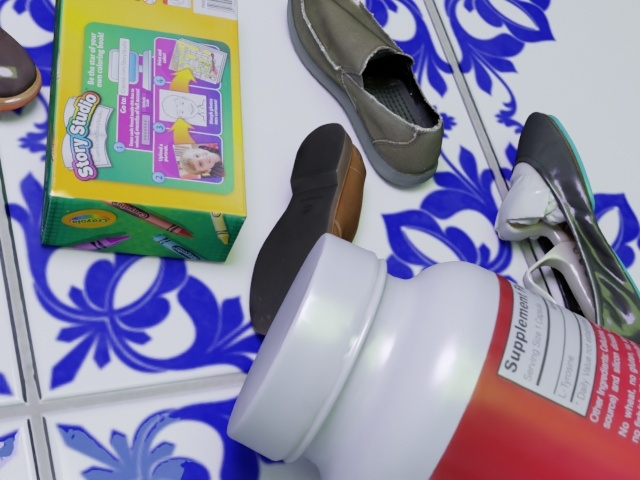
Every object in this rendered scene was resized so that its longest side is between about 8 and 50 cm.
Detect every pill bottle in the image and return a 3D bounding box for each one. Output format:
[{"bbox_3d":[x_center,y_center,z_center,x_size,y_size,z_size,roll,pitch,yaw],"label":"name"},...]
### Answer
[{"bbox_3d":[0.148,0.158,0.851,0.408,0.229,0.229,26,55,-4],"label":"pill bottle"}]

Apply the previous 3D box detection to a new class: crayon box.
[{"bbox_3d":[-0.159,-0.125,0.992,0.165,0.081,0.278,6,59,-17],"label":"crayon box"}]

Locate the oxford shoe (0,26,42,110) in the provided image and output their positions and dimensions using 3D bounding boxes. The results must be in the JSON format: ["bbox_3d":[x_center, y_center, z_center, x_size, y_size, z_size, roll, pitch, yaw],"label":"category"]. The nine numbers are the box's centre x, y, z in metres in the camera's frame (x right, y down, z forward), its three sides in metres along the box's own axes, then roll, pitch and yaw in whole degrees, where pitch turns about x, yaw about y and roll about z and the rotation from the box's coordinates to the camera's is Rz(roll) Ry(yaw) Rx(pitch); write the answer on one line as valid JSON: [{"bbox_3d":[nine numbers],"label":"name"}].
[{"bbox_3d":[-0.361,-0.209,0.953,0.271,0.098,0.097,31,55,-1],"label":"oxford shoe"}]

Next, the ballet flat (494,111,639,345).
[{"bbox_3d":[0.232,0.000,1.064,0.096,0.095,0.280,-15,67,-15],"label":"ballet flat"}]

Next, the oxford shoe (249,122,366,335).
[{"bbox_3d":[0.000,0.000,0.991,0.076,0.076,0.212,45,56,-41],"label":"oxford shoe"}]

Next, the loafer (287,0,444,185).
[{"bbox_3d":[0.054,-0.177,1.100,0.094,0.087,0.251,-22,71,-30],"label":"loafer"}]
